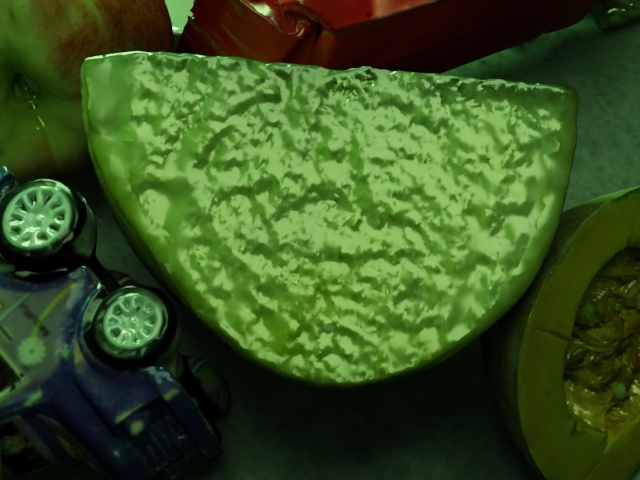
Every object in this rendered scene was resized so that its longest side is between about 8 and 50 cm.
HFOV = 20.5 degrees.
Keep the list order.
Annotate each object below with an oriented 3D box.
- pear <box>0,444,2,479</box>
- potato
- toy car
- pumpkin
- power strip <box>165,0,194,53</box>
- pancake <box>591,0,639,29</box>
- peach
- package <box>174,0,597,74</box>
[{"bbox_3d":[-0.363,0.141,1.054,0.348,0.348,0.348,0,52,0],"label":"pear"},{"bbox_3d":[0.000,0.000,1.242,0.330,0.280,0.213,5,84,5],"label":"potato"},{"bbox_3d":[-0.176,0.082,1.217,0.158,0.172,0.235,-40,64,-8],"label":"toy car"},{"bbox_3d":[0.172,0.060,1.220,0.217,0.217,0.110,-40,35,-27],"label":"pumpkin"},{"bbox_3d":[-0.091,-0.253,1.529,0.098,0.058,0.338,4,53,2],"label":"power strip"},{"bbox_3d":[0.209,-0.278,1.566,0.253,0.037,0.254,1,52,-1],"label":"pancake"},{"bbox_3d":[-0.236,-0.168,1.366,0.232,0.232,0.257,-10,38,-8],"label":"peach"},{"bbox_3d":[0.094,-0.214,1.374,0.423,0.196,0.123,-21,80,-17],"label":"package"}]
